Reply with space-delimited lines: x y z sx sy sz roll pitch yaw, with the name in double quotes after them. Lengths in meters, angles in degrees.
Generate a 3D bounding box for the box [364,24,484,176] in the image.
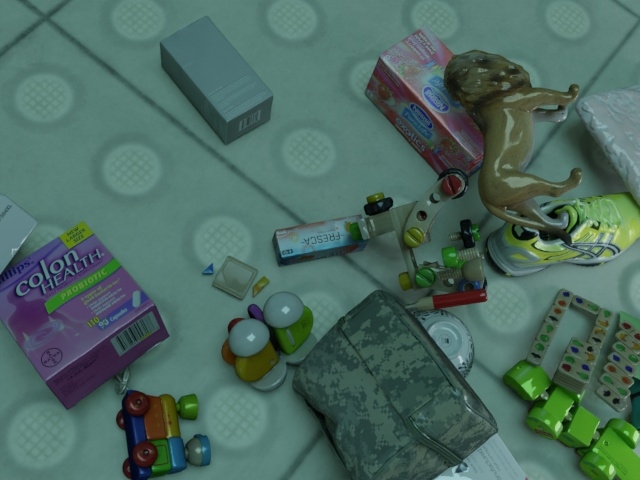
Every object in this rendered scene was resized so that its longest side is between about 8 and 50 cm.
0.253 -0.282 1.645 0.142 0.154 0.300 -37 80 -21 "box"

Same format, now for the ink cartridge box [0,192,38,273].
-0.608 0.000 1.356 0.086 0.203 0.148 46 61 -35 "ink cartridge box"

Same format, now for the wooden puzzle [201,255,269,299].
-0.165 0.073 1.510 0.116 0.014 0.078 33 63 4 "wooden puzzle"

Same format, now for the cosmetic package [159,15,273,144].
-0.218 -0.335 1.614 0.127 0.107 0.238 -33 75 -20 "cosmetic package"

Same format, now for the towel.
0.746 -0.201 1.708 0.317 0.053 0.331 -20 72 -34 "towel"

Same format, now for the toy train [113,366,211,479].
-0.282 0.292 1.367 0.143 0.105 0.248 -1 61 -27 "toy train"

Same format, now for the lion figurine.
0.359 -0.180 1.471 0.240 0.142 0.392 1 74 0 "lion figurine"

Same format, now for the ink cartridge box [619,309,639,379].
0.714 0.234 1.540 0.235 0.056 0.171 27 45 -4 "ink cartridge box"

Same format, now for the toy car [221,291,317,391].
-0.102 0.173 1.426 0.182 0.159 0.136 -38 43 -20 "toy car"

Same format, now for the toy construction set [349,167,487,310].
0.176 0.026 1.431 0.237 0.257 0.309 -11 28 12 "toy construction set"

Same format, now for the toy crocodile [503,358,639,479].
0.491 0.361 1.471 0.340 0.105 0.115 40 67 2 "toy crocodile"

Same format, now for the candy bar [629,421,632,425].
0.679 0.339 1.548 0.161 0.018 0.040 -31 77 -20 "candy bar"

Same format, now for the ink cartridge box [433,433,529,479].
0.238 0.499 1.355 0.283 0.117 0.207 -29 76 -19 "ink cartridge box"

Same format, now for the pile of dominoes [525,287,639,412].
0.524 0.197 1.494 0.196 0.040 0.251 26 45 17 "pile of dominoes"

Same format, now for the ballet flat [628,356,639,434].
0.642 0.311 1.531 0.052 0.057 0.168 29 56 -17 "ballet flat"

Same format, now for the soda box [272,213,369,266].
0.000 0.000 1.542 0.183 0.058 0.063 -11 72 -13 "soda box"

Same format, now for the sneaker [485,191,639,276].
0.537 -0.023 1.596 0.385 0.147 0.145 -17 71 -18 "sneaker"

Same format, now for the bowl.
0.229 0.199 1.492 0.170 0.080 0.170 4 68 -9 "bowl"

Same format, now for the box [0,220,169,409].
-0.427 0.125 1.350 0.213 0.117 0.243 -36 59 -20 "box"

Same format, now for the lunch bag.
0.108 0.272 1.324 0.256 0.212 0.305 -40 48 5 "lunch bag"
